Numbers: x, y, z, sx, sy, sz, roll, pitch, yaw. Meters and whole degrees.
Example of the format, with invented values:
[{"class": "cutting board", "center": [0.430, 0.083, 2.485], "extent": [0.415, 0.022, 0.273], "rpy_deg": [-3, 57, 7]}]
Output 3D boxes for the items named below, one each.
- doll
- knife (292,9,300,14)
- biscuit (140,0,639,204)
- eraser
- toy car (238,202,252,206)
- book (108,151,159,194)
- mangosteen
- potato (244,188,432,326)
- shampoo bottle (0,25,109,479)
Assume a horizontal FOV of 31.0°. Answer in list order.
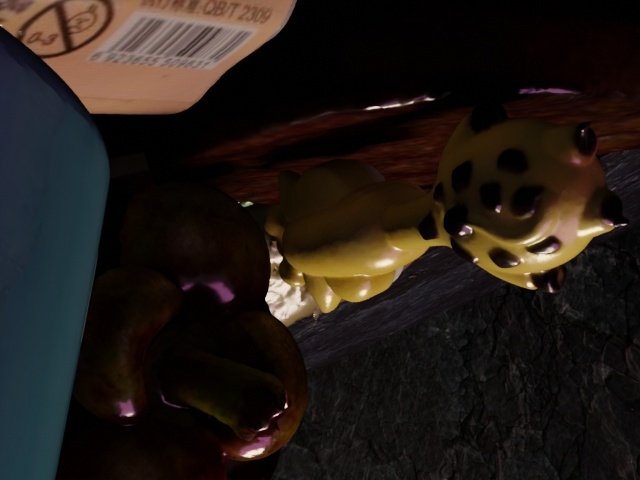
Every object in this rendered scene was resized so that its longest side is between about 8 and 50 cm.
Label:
[{"class": "doll", "center": [0.064, -0.013, 0.723], "extent": [0.086, 0.117, 0.291], "rpy_deg": [-18, -177, -38]}, {"class": "knife", "center": [-0.064, -0.142, 0.831], "extent": [0.121, 0.018, 0.031], "rpy_deg": [-20, 165, -21]}, {"class": "biscuit", "center": [0.065, -0.100, 0.864], "extent": [0.407, 0.091, 0.407], "rpy_deg": [-7, 175, -1]}, {"class": "eraser", "center": [-0.146, -0.125, 0.581], "extent": [0.171, 0.087, 0.290], "rpy_deg": [-36, 165, 30]}, {"class": "toy car", "center": [-0.028, -0.074, 1.088], "extent": [0.143, 0.054, 0.073], "rpy_deg": [-27, 169, 1]}, {"class": "book", "center": [-0.296, 0.032, 1.038], "extent": [0.262, 0.028, 0.374], "rpy_deg": [-15, 163, -37]}, {"class": "mangosteen", "center": [-0.146, 0.106, 0.844], "extent": [0.307, 0.307, 0.347], "rpy_deg": [-16, 177, -40]}, {"class": "potato", "center": [0.000, 0.000, 1.228], "extent": [0.262, 0.165, 0.165], "rpy_deg": [-21, 167, -9]}, {"class": "shampoo bottle", "center": [-0.259, 0.090, 0.380], "extent": [0.331, 0.342, 0.331], "rpy_deg": [7, 163, 2]}]
